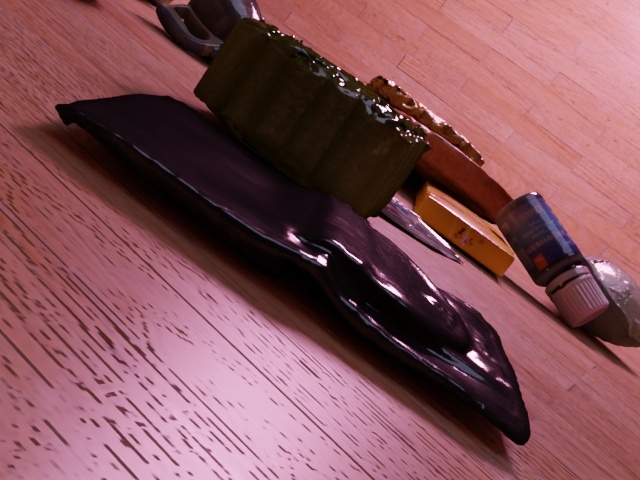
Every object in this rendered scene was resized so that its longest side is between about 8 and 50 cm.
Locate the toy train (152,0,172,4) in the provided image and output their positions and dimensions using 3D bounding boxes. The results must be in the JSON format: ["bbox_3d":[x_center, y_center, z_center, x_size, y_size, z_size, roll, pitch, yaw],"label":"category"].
[{"bbox_3d":[-0.312,-0.477,1.382,0.285,0.116,0.177,29,-24,-32],"label":"toy train"}]

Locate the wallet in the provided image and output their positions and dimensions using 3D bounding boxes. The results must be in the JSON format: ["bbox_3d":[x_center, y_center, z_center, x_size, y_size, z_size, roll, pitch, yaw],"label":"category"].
[{"bbox_3d":[0.000,0.000,0.583,0.323,0.041,0.247,34,10,-3],"label":"wallet"}]

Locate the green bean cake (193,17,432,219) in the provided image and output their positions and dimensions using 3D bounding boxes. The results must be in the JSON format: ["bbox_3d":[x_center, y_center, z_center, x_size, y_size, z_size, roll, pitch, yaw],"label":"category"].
[{"bbox_3d":[-0.002,-0.117,0.857,0.200,0.113,0.214,39,12,7],"label":"green bean cake"}]

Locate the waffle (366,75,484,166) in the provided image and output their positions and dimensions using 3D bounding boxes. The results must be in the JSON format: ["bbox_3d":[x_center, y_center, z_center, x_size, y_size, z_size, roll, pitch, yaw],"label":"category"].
[{"bbox_3d":[0.188,-0.212,1.597,0.254,0.052,0.245,36,4,-13],"label":"waffle"}]

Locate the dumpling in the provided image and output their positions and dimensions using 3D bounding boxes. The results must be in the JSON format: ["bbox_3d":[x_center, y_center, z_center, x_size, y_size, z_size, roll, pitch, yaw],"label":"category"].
[{"bbox_3d":[0.437,0.069,1.365,0.105,0.149,0.216,-7,27,-7],"label":"dumpling"}]

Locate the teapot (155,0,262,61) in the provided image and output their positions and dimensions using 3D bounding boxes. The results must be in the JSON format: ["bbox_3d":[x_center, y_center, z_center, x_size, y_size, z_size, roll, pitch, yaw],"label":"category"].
[{"bbox_3d":[-0.137,-0.298,1.222,0.149,0.111,0.108,30,25,-55],"label":"teapot"}]

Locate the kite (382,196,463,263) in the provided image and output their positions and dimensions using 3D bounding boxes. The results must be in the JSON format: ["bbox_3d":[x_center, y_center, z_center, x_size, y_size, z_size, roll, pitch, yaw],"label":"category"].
[{"bbox_3d":[0.075,-0.067,1.157,0.169,0.015,0.310,29,16,-34],"label":"kite"}]

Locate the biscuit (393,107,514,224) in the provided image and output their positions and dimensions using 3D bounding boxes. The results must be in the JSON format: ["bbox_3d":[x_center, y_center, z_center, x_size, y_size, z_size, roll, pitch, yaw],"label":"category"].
[{"bbox_3d":[0.164,-0.164,1.600,0.350,0.078,0.455,39,2,-23],"label":"biscuit"}]

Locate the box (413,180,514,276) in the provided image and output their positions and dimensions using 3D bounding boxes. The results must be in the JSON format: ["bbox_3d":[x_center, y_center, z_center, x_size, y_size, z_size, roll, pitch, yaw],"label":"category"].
[{"bbox_3d":[0.212,-0.026,1.326,0.152,0.043,0.269,35,10,0],"label":"box"}]

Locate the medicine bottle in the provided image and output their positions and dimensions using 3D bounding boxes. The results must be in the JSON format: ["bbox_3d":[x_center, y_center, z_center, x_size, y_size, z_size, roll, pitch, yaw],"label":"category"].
[{"bbox_3d":[0.344,0.029,1.299,0.203,0.083,0.083,60,19,19],"label":"medicine bottle"}]
